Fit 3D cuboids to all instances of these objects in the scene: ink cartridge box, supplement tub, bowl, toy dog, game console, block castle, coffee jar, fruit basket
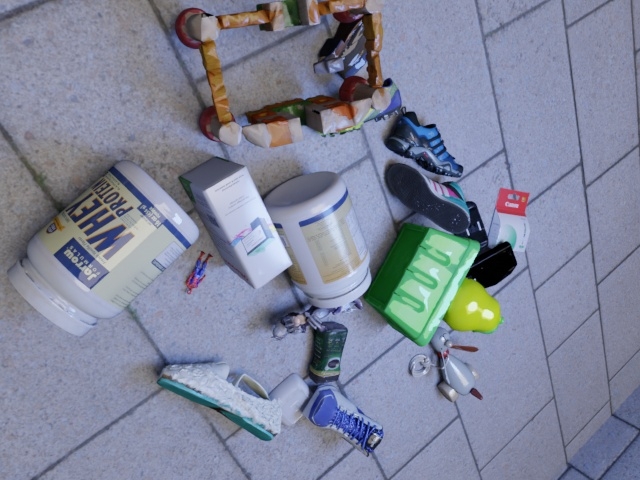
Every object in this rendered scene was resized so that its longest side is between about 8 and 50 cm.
[{"bbox_3d":[0.721,-0.073,1.857,0.180,0.056,0.225,4,104,-33],"label":"ink cartridge box"},{"bbox_3d":[-0.205,-0.046,1.200,0.117,0.201,0.278,-34,120,-19],"label":"ink cartridge box"},{"bbox_3d":[0.000,0.000,1.326,0.228,0.228,0.316,-32,119,-20],"label":"supplement tub"},{"bbox_3d":[-0.086,0.501,1.532,0.142,0.053,0.142,-40,123,-15],"label":"bowl"},{"bbox_3d":[0.504,0.478,1.823,0.333,0.161,0.220,39,83,-34],"label":"toy dog"},{"bbox_3d":[0.565,0.017,1.763,0.213,0.044,0.361,-28,115,-1],"label":"game console"},{"bbox_3d":[-0.075,-0.404,1.150,0.453,0.213,0.303,-18,117,-17],"label":"block castle"},{"bbox_3d":[0.023,0.350,1.536,0.096,0.079,0.185,3,102,-35],"label":"coffee jar"},{"bbox_3d":[-0.448,0.015,1.048,0.325,0.235,0.235,-46,123,-12],"label":"supplement tub"},{"bbox_3d":[0.382,0.160,1.574,0.391,0.283,0.392,-3,98,-18],"label":"fruit basket"}]

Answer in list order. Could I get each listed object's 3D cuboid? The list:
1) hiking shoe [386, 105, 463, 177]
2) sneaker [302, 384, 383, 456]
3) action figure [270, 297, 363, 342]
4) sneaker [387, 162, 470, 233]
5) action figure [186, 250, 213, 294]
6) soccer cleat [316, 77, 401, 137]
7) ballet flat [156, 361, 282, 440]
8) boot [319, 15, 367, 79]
[{"bbox_3d":[0.348,-0.287,1.523,0.304,0.113,0.132,21,94,-34],"label":"hiking shoe"},{"bbox_3d":[0.100,0.573,1.562,0.127,0.182,0.315,-58,135,-13],"label":"sneaker"},{"bbox_3d":[-0.023,0.217,1.420,0.285,0.185,0.099,-26,98,-29],"label":"action figure"},{"bbox_3d":[0.348,-0.154,1.564,0.295,0.178,0.124,39,116,1],"label":"sneaker"},{"bbox_3d":[-0.316,0.087,1.279,0.038,0.030,0.115,24,93,-40],"label":"action figure"},{"bbox_3d":[0.098,-0.368,1.366,0.289,0.093,0.121,-26,106,-24],"label":"soccer cleat"},{"bbox_3d":[-0.261,0.415,1.363,0.409,0.147,0.147,42,81,-30],"label":"ballet flat"},{"bbox_3d":[0.098,-0.537,1.324,0.219,0.082,0.106,-49,134,1],"label":"boot"}]
